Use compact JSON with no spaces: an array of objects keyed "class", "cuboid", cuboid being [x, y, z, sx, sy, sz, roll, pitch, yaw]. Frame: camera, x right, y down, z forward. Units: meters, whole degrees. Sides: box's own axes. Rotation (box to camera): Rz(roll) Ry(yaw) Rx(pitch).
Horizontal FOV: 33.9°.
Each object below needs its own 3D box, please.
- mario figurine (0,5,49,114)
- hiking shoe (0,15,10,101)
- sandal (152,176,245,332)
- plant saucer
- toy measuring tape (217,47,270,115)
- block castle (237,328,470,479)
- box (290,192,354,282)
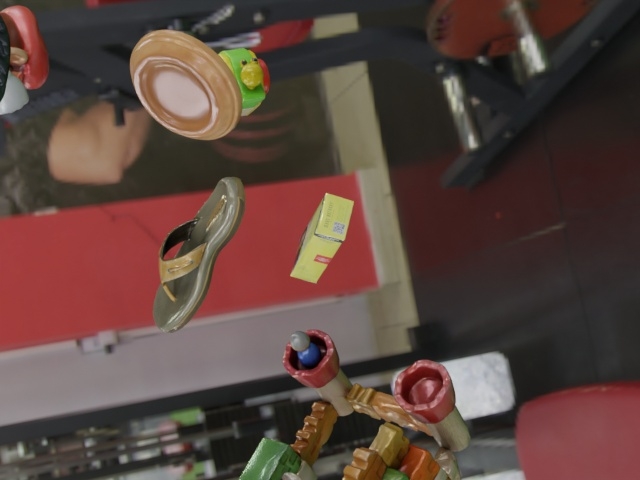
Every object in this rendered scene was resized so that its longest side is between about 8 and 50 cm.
[{"class":"mario figurine","cuboid":[-0.529,-0.264,1.483,0.170,0.321,0.198,-20,69,32]},{"class":"hiking shoe","cuboid":[-0.452,-0.138,1.239,0.304,0.113,0.132,-69,24,6]},{"class":"sandal","cuboid":[-0.132,0.010,1.046,0.180,0.049,0.072,-59,37,24]},{"class":"plant saucer","cuboid":[-0.217,-0.235,1.645,0.200,0.037,0.200,19,138,18]},{"class":"toy measuring tape","cuboid":[-0.176,-0.289,1.995,0.330,0.121,0.121,160,100,-68]},{"class":"block castle","cuboid":[-0.007,0.358,1.491,0.303,0.453,0.213,11,148,38]},{"class":"box","cuboid":[0.000,0.000,1.962,0.232,0.058,0.087,122,164,-63]}]
